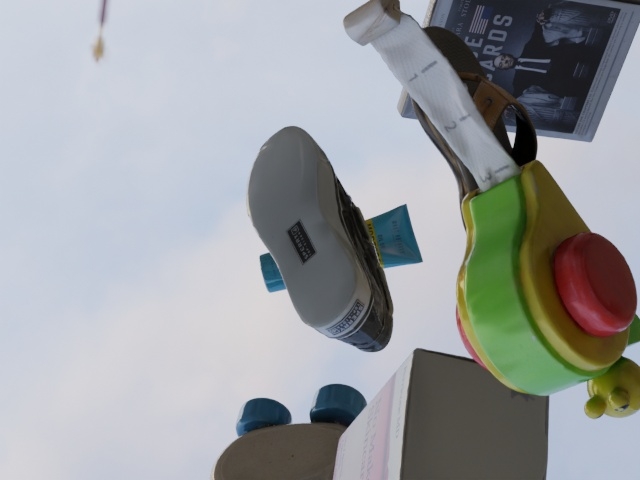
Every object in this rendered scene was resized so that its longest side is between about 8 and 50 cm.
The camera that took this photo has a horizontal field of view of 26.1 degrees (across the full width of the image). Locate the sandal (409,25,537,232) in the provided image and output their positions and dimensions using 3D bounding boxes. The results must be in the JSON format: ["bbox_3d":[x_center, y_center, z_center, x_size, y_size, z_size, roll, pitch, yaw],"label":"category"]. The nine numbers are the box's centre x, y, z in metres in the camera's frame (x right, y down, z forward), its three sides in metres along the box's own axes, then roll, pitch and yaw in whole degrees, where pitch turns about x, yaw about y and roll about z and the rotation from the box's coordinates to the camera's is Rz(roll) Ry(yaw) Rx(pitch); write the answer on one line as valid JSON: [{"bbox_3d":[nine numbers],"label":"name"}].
[{"bbox_3d":[0.127,-0.071,1.022,0.090,0.060,0.219,12,-127,-40],"label":"sandal"}]

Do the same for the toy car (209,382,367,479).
[{"bbox_3d":[-0.006,0.346,1.753,0.210,0.238,0.219,-13,-143,24],"label":"toy car"}]

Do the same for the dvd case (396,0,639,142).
[{"bbox_3d":[0.221,-0.203,1.529,0.238,0.179,0.030,5,-146,-17],"label":"dvd case"}]

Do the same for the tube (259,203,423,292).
[{"bbox_3d":[0.025,0.018,1.813,0.207,0.080,0.052,-16,176,5],"label":"tube"}]

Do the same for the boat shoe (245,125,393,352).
[{"bbox_3d":[0.000,0.000,1.087,0.070,0.077,0.219,36,-154,-42],"label":"boat shoe"}]

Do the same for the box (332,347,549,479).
[{"bbox_3d":[0.097,0.213,1.216,0.126,0.232,0.149,14,-121,-10],"label":"box"}]

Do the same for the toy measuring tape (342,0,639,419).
[{"bbox_3d":[0.110,-0.005,0.900,0.330,0.121,0.121,53,-144,-11],"label":"toy measuring tape"}]
